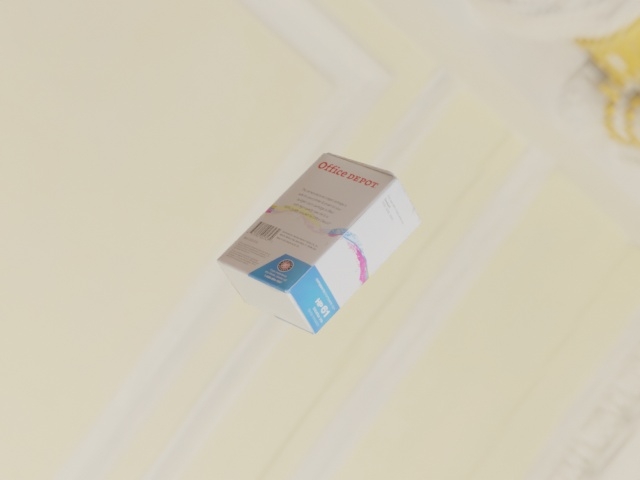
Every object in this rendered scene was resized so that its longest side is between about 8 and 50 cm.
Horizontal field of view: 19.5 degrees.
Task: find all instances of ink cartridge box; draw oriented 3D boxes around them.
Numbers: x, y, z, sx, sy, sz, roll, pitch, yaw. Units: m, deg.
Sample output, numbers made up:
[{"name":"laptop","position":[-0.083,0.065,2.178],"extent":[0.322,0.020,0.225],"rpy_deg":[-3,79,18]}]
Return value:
[{"name":"ink cartridge box","position":[0.000,0.000,1.361],"extent":[0.122,0.052,0.088],"rpy_deg":[-46,-142,-18]}]
